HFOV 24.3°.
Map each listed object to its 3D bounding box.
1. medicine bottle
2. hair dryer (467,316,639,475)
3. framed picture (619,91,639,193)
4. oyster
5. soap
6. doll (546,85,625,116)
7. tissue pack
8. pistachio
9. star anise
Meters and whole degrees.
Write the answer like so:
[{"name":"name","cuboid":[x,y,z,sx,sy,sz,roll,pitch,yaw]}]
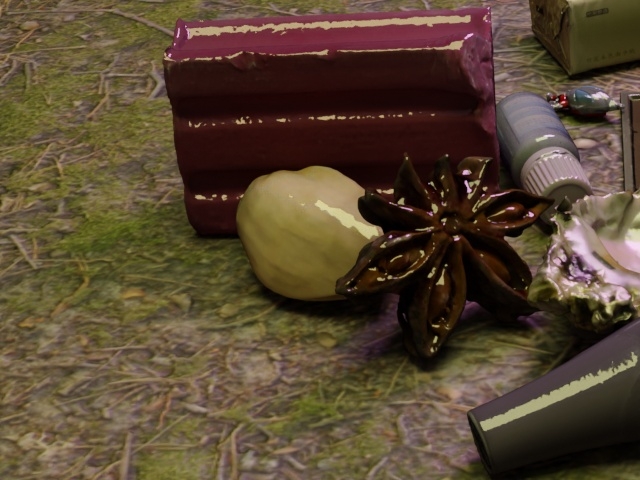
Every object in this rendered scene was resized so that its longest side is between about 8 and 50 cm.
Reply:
[{"name":"medicine bottle","cuboid":[0.251,-0.093,1.695,0.084,0.083,0.203,-9,32,-2]},{"name":"hair dryer","cuboid":[0.314,0.198,1.232,0.301,0.121,0.361,-20,39,-5]},{"name":"framed picture","cuboid":[0.457,-0.102,1.731,0.213,0.016,0.289,0,33,10]},{"name":"oyster","cuboid":[0.327,0.022,1.499,0.355,0.107,0.201,-10,42,-35]},{"name":"soap","cuboid":[0.020,-0.132,1.666,0.360,0.232,0.128,-1,31,9]},{"name":"doll","cuboid":[0.326,-0.173,1.847,0.114,0.039,0.057,6,-1,38]},{"name":"tissue pack","cuboid":[0.408,-0.319,1.976,0.234,0.125,0.159,-12,33,-7]},{"name":"pistachio","cuboid":[0.000,0.000,1.583,0.201,0.117,0.145,29,86,28]},{"name":"star anise","cuboid":[0.126,0.016,1.485,0.220,0.214,0.099,22,-9,-19]}]
